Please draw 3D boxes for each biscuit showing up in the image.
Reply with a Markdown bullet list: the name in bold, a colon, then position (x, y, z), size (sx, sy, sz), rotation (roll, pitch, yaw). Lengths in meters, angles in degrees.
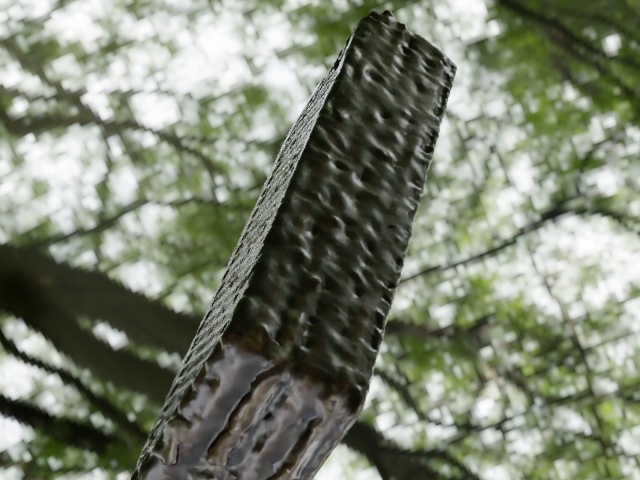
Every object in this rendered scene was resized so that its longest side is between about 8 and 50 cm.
- **biscuit**: position (0.000, 0.000, 0.908), size (0.107, 0.073, 0.388), rotation (-56, -173, 30)
